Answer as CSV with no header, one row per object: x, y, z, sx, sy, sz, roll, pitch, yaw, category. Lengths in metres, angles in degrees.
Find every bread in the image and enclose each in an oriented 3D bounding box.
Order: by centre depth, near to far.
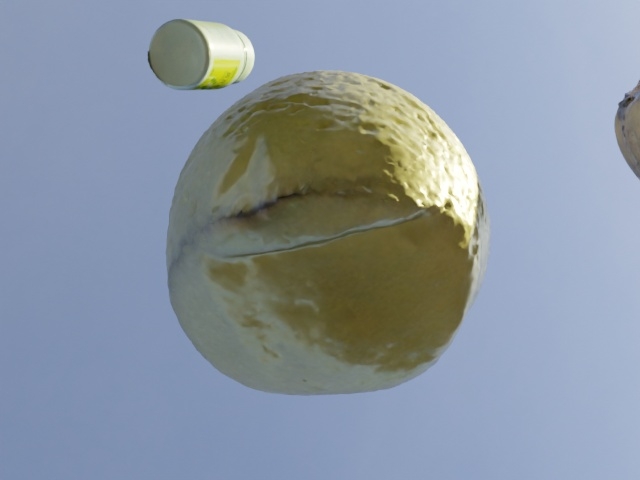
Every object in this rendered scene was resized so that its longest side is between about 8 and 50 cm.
0.003,-0.007,0.972,0.320,0.320,0.237,45,-142,-18,bread

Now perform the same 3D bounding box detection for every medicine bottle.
-0.080,-0.128,0.690,0.083,0.047,0.047,-22,-80,-68,medicine bottle

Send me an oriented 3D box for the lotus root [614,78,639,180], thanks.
0.476,-0.082,1.150,0.183,0.183,0.310,-36,-103,-23,lotus root
